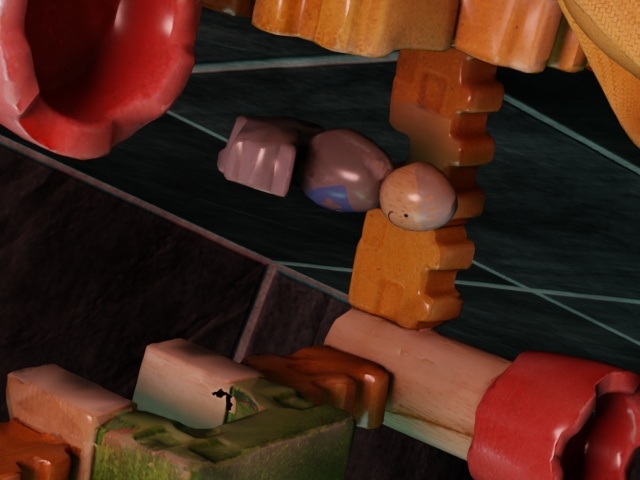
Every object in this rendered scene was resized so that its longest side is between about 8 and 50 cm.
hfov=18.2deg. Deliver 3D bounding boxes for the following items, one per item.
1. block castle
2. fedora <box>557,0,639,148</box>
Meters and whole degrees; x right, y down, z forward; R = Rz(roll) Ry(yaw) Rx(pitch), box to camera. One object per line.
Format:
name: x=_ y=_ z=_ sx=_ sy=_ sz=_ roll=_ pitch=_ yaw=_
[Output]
block castle: x=0.000 y=0.000 z=0.774 sx=0.213 sy=0.303 sz=0.453 roll=21 pitch=-162 yaw=35
fedora: x=0.108 y=-0.078 z=0.578 sx=0.194 sy=0.079 sz=0.194 roll=57 pitch=-179 yaw=-2
